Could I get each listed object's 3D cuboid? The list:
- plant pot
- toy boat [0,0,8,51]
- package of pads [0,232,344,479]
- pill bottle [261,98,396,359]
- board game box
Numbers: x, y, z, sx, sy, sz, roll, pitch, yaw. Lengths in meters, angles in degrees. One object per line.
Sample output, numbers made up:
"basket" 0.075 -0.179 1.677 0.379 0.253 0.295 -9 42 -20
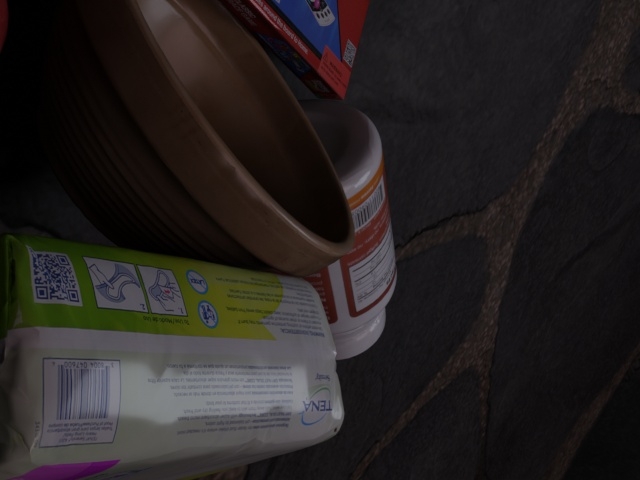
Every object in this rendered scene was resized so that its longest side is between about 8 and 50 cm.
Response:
"plant pot" -0.088 -0.065 0.575 0.110 0.237 0.237 -33 151 15
"toy boat" -0.206 -0.171 0.392 0.151 0.151 0.231 -74 164 -44
"package of pads" -0.163 0.091 0.500 0.229 0.296 0.101 12 64 -57
"pill bottle" 0.000 0.000 0.800 0.121 0.121 0.216 -43 144 -27
"board game box" -0.035 -0.219 0.633 0.281 0.027 0.145 35 65 -58
